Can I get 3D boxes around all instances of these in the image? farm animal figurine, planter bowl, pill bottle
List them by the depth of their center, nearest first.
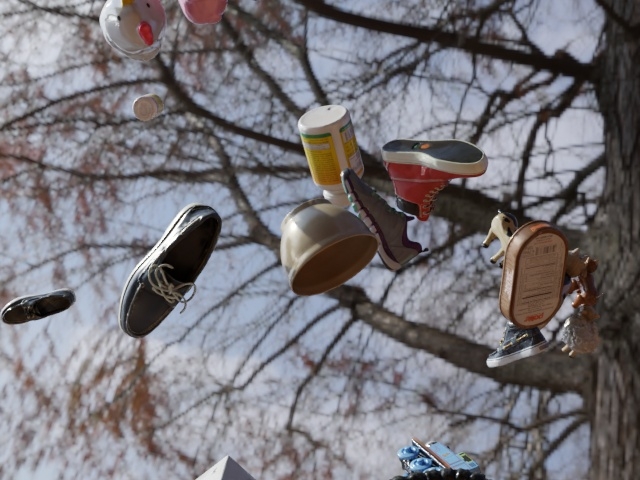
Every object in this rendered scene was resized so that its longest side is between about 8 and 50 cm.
[{"bbox_3d":[0.000,0.000,1.606,0.162,0.109,0.162,-25,-25,-13],"label":"planter bowl"},{"bbox_3d":[-0.302,-0.236,1.727,0.043,0.043,0.083,12,13,0],"label":"pill bottle"},{"bbox_3d":[0.030,-0.183,2.168,0.117,0.117,0.208,-2,-57,23],"label":"pill bottle"},{"bbox_3d":[0.549,0.081,2.369,0.330,0.327,0.172,27,-44,-4],"label":"farm animal figurine"}]

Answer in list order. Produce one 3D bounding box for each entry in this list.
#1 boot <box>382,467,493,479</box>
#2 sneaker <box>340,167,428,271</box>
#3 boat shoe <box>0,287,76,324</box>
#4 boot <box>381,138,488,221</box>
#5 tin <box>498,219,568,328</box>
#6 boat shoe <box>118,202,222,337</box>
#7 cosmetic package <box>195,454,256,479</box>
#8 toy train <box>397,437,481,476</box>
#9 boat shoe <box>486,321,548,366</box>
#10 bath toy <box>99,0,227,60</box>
[{"bbox_3d":[0.048,0.392,1.052,0.348,0.131,0.260,-28,-40,-12],"label":"boot"},{"bbox_3d":[0.124,-0.055,1.926,0.098,0.224,0.083,-28,3,5],"label":"sneaker"},{"bbox_3d":[-0.517,0.122,1.786,0.142,0.040,0.049,-18,-75,-2],"label":"boat shoe"},{"bbox_3d":[0.248,-0.115,2.027,0.244,0.088,0.176,9,-53,40],"label":"boot"},{"bbox_3d":[0.349,0.059,1.602,0.106,0.040,0.190,-8,-62,-17],"label":"tin"},{"bbox_3d":[-0.244,0.056,1.618,0.095,0.254,0.079,39,-4,-27],"label":"boat shoe"},{"bbox_3d":[-0.255,0.516,1.407,0.377,0.284,0.097,-40,-78,19],"label":"cosmetic package"},{"bbox_3d":[0.214,0.419,1.780,0.105,0.080,0.184,-16,17,-18],"label":"toy train"},{"bbox_3d":[0.416,0.217,2.121,0.065,0.083,0.183,-16,-10,-34],"label":"boat shoe"},{"bbox_3d":[-0.160,-0.382,1.415,0.151,0.348,0.129,61,-8,-24],"label":"bath toy"}]
